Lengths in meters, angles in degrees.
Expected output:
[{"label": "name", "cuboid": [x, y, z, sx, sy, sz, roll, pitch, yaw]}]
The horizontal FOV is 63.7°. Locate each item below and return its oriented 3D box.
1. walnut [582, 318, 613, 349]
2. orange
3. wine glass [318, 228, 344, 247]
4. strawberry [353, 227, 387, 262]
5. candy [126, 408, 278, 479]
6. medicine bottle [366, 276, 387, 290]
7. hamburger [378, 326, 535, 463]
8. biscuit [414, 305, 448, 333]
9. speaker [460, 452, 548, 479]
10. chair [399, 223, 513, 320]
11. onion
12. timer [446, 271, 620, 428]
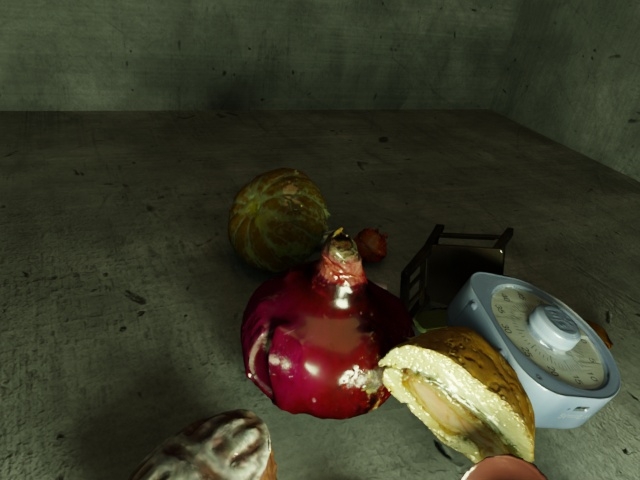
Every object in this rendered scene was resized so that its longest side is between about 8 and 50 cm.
[{"label": "walnut", "cuboid": [0.716, 0.270, 1.428, 0.207, 0.115, 0.115, 13, 30, -8]}, {"label": "orange", "cuboid": [-0.129, -0.059, 1.578, 0.249, 0.329, 0.329, 35, 10, -40]}, {"label": "wine glass", "cuboid": [0.000, 0.000, 1.724, 0.156, 0.072, 0.072, -4, 33, -19]}, {"label": "strawberry", "cuboid": [0.168, 0.023, 1.733, 0.121, 0.082, 0.188, 36, 26, 7]}, {"label": "candy", "cuboid": [-0.201, 0.425, 0.874, 0.214, 0.157, 0.289, 14, 34, 36]}, {"label": "medicine bottle", "cuboid": [0.058, 0.138, 1.483, 0.260, 0.095, 0.095, 7, 30, 1]}, {"label": "hamburger", "cuboid": [0.278, 0.272, 1.013, 0.330, 0.162, 0.209, 37, 31, -1]}, {"label": "biscuit", "cuboid": [0.411, 0.224, 1.481, 0.323, 0.038, 0.099, -3, 25, -21]}, {"label": "speaker", "cuboid": [0.346, 0.499, 0.857, 0.329, 0.259, 0.198, 37, 53, -32]}, {"label": "chair", "cuboid": [0.397, 0.105, 1.455, 0.241, 0.203, 0.416, 8, 23, 23]}, {"label": "onion", "cuboid": [0.024, 0.149, 1.141, 0.399, 0.420, 0.398, 5, 23, -2]}, {"label": "timer", "cuboid": [0.515, 0.242, 1.202, 0.395, 0.173, 0.395, 18, 32, -12]}]
